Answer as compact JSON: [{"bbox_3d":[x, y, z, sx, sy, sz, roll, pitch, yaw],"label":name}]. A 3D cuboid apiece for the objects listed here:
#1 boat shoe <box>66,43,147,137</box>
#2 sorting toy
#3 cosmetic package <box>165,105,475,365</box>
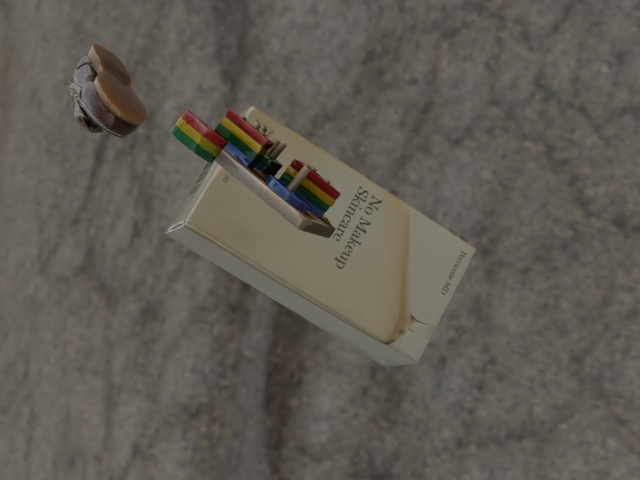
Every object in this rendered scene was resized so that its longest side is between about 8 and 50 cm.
[{"bbox_3d":[-0.253,-0.160,1.670,0.073,0.073,0.207,-49,26,11],"label":"boat shoe"},{"bbox_3d":[-0.039,-0.063,1.320,0.046,0.132,0.274,-51,-12,5],"label":"sorting toy"},{"bbox_3d":[0.000,0.000,1.629,0.160,0.309,0.113,-63,14,-14],"label":"cosmetic package"}]
